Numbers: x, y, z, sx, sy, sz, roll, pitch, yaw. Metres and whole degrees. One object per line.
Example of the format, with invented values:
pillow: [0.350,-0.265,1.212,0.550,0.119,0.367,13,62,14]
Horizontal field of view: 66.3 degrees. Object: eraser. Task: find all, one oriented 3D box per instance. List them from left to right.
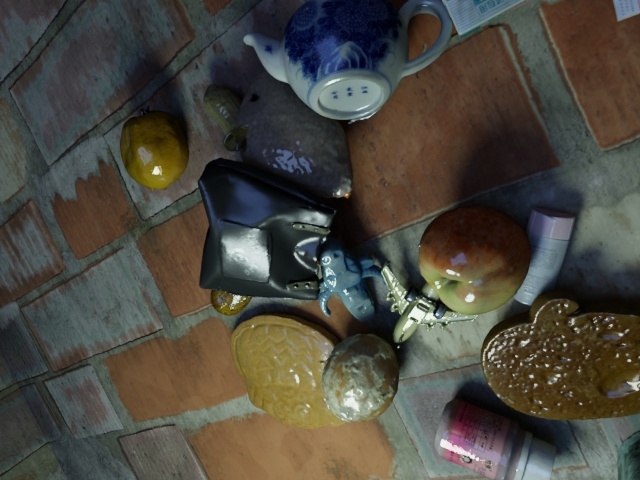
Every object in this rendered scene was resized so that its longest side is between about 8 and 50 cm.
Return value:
eraser: [0.334,-0.462,0.870,0.225,0.052,0.096,-23,94,21]

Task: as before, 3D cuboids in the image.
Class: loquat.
loquat: [-0.451,-0.254,1.342,0.187,0.176,0.234,-6,93,31]

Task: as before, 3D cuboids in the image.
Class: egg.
egg: [0.102,0.340,1.220,0.195,0.195,0.233,31,101,18]

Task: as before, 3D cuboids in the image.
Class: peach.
peach: [0.315,0.028,0.988,0.232,0.232,0.232,10,111,27]

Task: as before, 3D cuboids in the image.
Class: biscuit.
biscuit: [-0.095,0.382,1.423,0.385,0.062,0.365,-5,105,31]
biscuit: [0.512,0.233,1.004,0.367,0.063,0.314,-16,108,31]

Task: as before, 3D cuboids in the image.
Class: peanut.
peanut: [-0.220,-0.308,1.244,0.214,0.090,0.098,53,165,7]

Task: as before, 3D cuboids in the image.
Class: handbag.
handbag: [-0.121,0.005,1.082,0.288,0.152,0.342,12,126,5]

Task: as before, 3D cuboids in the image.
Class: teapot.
teapot: [0.048,-0.400,0.981,0.424,0.252,0.280,-7,72,9]

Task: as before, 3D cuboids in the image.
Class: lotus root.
lotus root: [-0.239,0.141,1.408,0.108,0.094,0.190,33,121,-25]

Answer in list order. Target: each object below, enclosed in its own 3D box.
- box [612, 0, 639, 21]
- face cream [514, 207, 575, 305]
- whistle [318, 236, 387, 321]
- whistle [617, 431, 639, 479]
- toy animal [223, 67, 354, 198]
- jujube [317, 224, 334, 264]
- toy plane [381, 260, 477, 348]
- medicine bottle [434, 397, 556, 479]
box: [0.539,-0.406,0.820,0.083,0.012,0.046,-13,99,32]
face cream: [0.449,0.035,0.997,0.084,0.057,0.198,15,112,22]
whistle: [0.062,0.094,1.190,0.180,0.093,0.269,-29,114,5]
whistle: [0.727,0.449,0.910,0.188,0.168,0.405,48,123,8]
toy animal: [-0.065,-0.216,1.114,0.226,0.188,0.358,-41,71,9]
jujube: [0.000,0.000,1.235,0.077,0.077,0.129,9,121,27]
toy plane: [0.232,0.153,1.141,0.242,0.104,0.256,28,113,2]
medicine bottle: [0.396,0.469,1.123,0.247,0.147,0.147,16,114,25]
